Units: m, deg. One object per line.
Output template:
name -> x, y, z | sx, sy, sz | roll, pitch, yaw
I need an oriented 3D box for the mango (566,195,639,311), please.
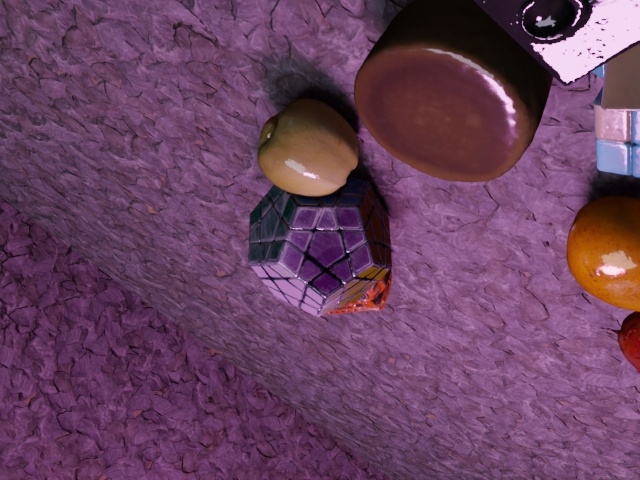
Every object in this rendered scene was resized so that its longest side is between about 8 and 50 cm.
mango -> 0.547, 0.038, 1.145 | 0.290, 0.160, 0.191 | 25, 144, -10

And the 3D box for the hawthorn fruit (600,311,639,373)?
hawthorn fruit -> 0.650, 0.199, 1.268 | 0.235, 0.181, 0.181 | 8, 143, 34

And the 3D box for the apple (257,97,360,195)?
apple -> -0.023, -0.176, 1.279 | 0.200, 0.200, 0.200 | 22, 149, 14

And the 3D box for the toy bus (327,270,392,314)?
toy bus -> 0.063, 0.104, 1.671 | 0.153, 0.143, 0.329 | 35, 150, -29

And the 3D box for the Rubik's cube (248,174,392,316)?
Rubik's cube -> 0.000, 0.000, 1.425 | 0.318, 0.319, 0.264 | 18, 124, 20

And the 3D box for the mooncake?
mooncake -> 0.204, -0.232, 1.026 | 0.284, 0.156, 0.284 | 20, 149, 12

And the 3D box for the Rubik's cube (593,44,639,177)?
Rubik's cube -> 0.456, -0.194, 0.807 | 0.265, 0.224, 0.213 | 15, 146, 34

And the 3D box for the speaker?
speaker -> 0.315, -0.339, 0.693 | 0.184, 0.232, 0.254 | 37, 150, -15
